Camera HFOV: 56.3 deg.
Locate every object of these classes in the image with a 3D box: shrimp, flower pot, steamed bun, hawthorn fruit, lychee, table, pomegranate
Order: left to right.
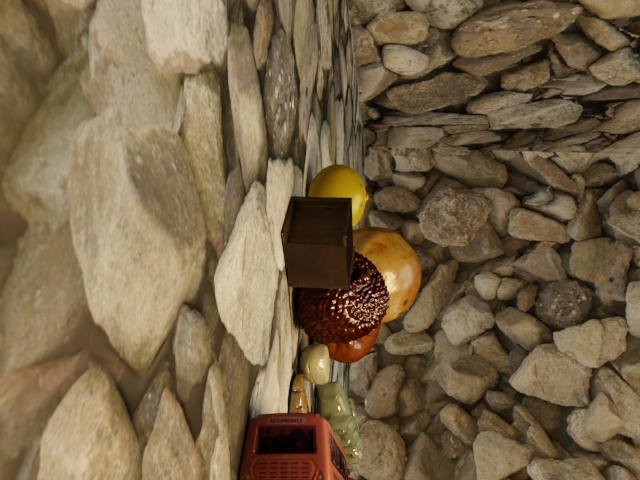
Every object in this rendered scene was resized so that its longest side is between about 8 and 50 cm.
[{"bbox_3d":[-0.058,0.532,1.759,0.178,0.075,0.289,-26,105,-84],"label":"shrimp"},{"bbox_3d":[-0.021,0.381,1.836,0.112,0.091,0.130,-85,170,-47],"label":"steamed bun"},{"bbox_3d":[0.000,0.000,1.587,0.172,0.169,0.193,-79,167,-46],"label":"table"},{"bbox_3d":[0.062,0.709,2.288,0.367,0.164,0.254,71,12,-58],"label":"flower pot"},{"bbox_3d":[0.057,0.166,1.734,0.304,0.275,0.276,-52,-161,42],"label":"lychee"},{"bbox_3d":[0.087,0.291,2.051,0.262,0.258,0.258,-15,108,-60],"label":"hawthorn fruit"},{"bbox_3d":[0.179,0.141,2.308,0.410,0.410,0.410,3,90,-82],"label":"pomegranate"}]

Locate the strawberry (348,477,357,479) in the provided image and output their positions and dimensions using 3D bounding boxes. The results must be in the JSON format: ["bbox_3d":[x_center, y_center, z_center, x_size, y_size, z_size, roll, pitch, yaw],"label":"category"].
[{"bbox_3d":[0.019,0.752,1.635,0.277,0.257,0.257,62,32,-66],"label":"strawberry"}]

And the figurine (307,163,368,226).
[{"bbox_3d":[0.053,-0.105,1.921,0.344,0.187,0.215,86,-1,-73],"label":"figurine"}]

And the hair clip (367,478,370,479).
[{"bbox_3d":[0.065,0.965,2.154,0.318,0.238,0.392,73,20,-75],"label":"hair clip"}]

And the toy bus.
[{"bbox_3d":[-0.045,0.540,1.356,0.427,0.203,0.233,74,15,-59],"label":"toy bus"}]

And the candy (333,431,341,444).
[{"bbox_3d":[-0.003,0.703,1.914,0.343,0.142,0.132,-17,100,-82],"label":"candy"}]
